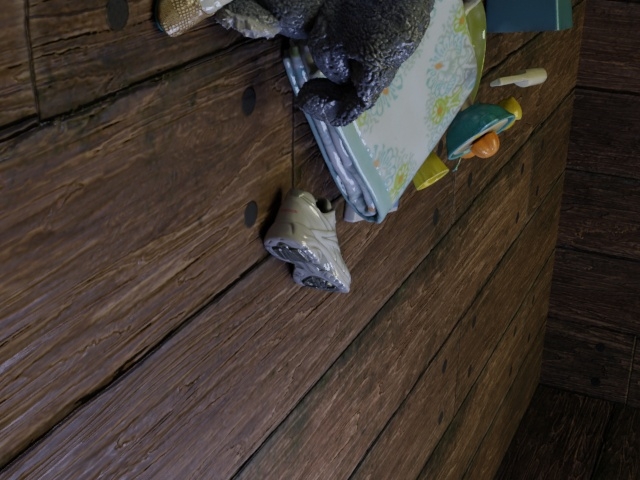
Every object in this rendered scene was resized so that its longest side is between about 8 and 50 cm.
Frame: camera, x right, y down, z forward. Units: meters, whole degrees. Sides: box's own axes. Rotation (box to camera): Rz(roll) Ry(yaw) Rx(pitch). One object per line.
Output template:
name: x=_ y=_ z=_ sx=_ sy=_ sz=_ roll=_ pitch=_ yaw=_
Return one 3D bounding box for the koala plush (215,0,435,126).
koala plush: x=0.001 y=-0.275 z=1.121 sx=0.196 sy=0.221 sz=0.203 roll=-62 pitch=-167 yaw=-12

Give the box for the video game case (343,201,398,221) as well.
video game case: x=0.101 y=-0.137 z=1.639 sx=0.212 sy=0.023 sz=0.194 roll=-17 pitch=116 yaw=-65

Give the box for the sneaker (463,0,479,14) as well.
sneaker: x=0.226 y=-0.483 z=1.643 sx=0.126 sy=0.127 sz=0.321 roll=-12 pitch=110 yaw=-64

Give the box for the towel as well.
towel: x=0.110 y=-0.248 z=1.408 sx=0.320 sy=0.090 sz=0.374 roll=-52 pitch=145 yaw=-19

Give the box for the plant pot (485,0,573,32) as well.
plant pot: x=0.460 y=-0.583 z=2.112 sx=0.165 sy=0.165 sz=0.234 roll=-30 pitch=119 yaw=-61

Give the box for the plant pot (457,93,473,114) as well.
plant pot: x=0.224 y=-0.271 z=1.773 sx=0.109 sy=0.109 sz=0.096 roll=10 pitch=80 yaw=-67

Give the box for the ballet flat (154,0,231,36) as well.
ballet flat: x=-0.105 y=-0.296 z=1.020 sx=0.073 sy=0.067 sz=0.206 roll=68 pitch=40 yaw=-53

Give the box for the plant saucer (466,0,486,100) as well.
plant saucer: x=0.285 y=-0.373 z=1.945 sx=0.241 sy=0.037 sz=0.241 roll=-42 pitch=138 yaw=-54

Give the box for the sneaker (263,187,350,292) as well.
sneaker: x=0.000 y=0.000 z=1.389 sx=0.232 sy=0.090 sz=0.115 roll=56 pitch=46 yaw=-61

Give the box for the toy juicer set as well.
toy juicer set: x=0.301 y=-0.198 z=1.662 sx=0.209 sy=0.090 sz=0.329 roll=-26 pitch=170 yaw=-32
